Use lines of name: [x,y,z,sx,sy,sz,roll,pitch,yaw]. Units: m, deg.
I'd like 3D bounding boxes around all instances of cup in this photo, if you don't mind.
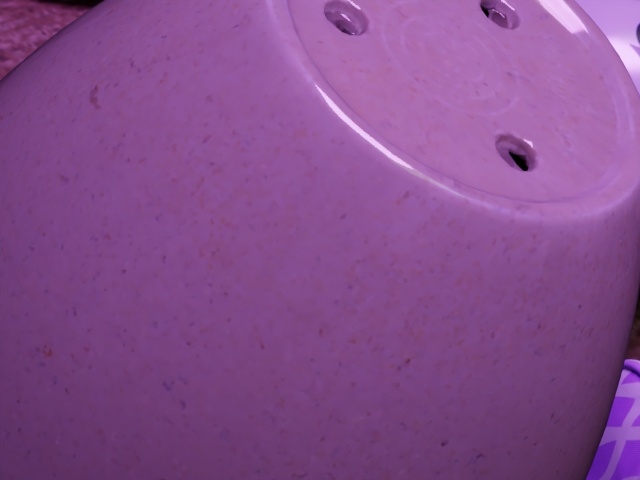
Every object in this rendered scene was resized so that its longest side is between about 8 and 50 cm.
cup: [0.000,0.000,0.779,0.331,0.237,0.331,19,42,-18]

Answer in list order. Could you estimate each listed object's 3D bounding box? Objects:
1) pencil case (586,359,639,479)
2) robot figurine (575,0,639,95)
pencil case: [0.219,0.118,0.932,0.206,0.088,0.086,18,50,-22]
robot figurine: [0.139,-0.100,1.010,0.209,0.173,0.278,8,38,-4]
